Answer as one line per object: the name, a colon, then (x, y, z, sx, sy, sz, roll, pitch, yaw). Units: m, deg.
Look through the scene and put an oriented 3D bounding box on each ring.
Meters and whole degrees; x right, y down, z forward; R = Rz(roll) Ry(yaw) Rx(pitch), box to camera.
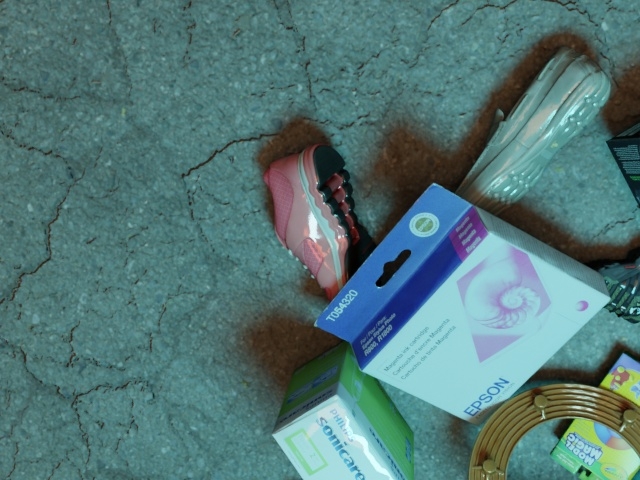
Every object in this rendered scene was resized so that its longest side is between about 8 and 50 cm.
ring: (0.392, 0.369, 1.571, 0.336, 0.032, 0.337, 0, 60, 0)

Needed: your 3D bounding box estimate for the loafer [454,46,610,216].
loafer: (0.308, -0.157, 1.607, 0.319, 0.112, 0.111, -48, 59, 12)

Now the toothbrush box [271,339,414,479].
toothbrush box: (0.044, 0.301, 1.615, 0.122, 0.283, 0.206, -33, 98, 9)

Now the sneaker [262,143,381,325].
sneaker: (0.000, -0.001, 1.666, 0.136, 0.116, 0.314, -8, 107, 33)

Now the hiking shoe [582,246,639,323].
hiking shoe: (0.467, 0.085, 1.641, 0.226, 0.086, 0.114, -16, 96, 6)

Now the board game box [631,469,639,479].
board game box: (0.585, 0.329, 1.710, 0.126, 0.026, 0.186, 23, 102, 0)

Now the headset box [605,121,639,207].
headset box: (0.612, -0.085, 1.545, 0.246, 0.131, 0.283, -29, 98, -7)

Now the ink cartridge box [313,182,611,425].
ink cartridge box: (0.211, 0.111, 1.582, 0.330, 0.071, 0.324, 26, 122, -21)

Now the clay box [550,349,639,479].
clay box: (0.482, 0.304, 1.684, 0.127, 0.053, 0.222, 35, 101, 15)
